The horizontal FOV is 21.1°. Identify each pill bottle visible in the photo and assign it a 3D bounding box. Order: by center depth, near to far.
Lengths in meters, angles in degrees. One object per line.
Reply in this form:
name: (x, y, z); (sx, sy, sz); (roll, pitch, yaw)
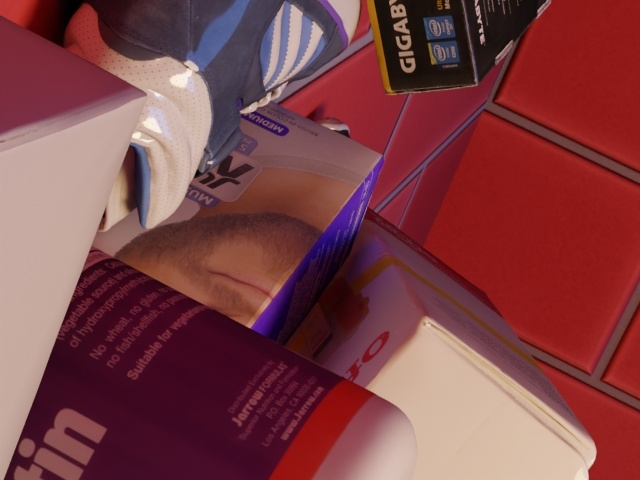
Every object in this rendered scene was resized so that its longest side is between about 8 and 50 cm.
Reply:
pill bottle: (-0.126, 0.098, 0.855); (0.181, 0.323, 0.181); (-60, 170, -19)

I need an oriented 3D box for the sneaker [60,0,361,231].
sneaker: (-0.090, -0.110, 1.130); (0.236, 0.130, 0.323); (-56, 172, -4)

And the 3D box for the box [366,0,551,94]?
box: (0.091, -0.297, 1.243); (0.257, 0.079, 0.322); (-51, 133, -58)

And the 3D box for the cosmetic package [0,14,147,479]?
cosmetic package: (-0.230, 0.074, 0.638); (0.366, 0.197, 0.155); (-69, 168, 21)

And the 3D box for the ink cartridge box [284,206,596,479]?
ink cartridge box: (0.019, 0.151, 1.271); (0.279, 0.160, 0.385); (-51, -167, 6)

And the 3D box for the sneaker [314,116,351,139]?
sneaker: (0.000, 0.000, 1.761); (0.268, 0.153, 0.101); (-57, 169, -30)

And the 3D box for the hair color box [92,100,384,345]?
hair color box: (-0.112, 0.022, 1.149); (0.339, 0.185, 0.110); (-54, 167, -46)
